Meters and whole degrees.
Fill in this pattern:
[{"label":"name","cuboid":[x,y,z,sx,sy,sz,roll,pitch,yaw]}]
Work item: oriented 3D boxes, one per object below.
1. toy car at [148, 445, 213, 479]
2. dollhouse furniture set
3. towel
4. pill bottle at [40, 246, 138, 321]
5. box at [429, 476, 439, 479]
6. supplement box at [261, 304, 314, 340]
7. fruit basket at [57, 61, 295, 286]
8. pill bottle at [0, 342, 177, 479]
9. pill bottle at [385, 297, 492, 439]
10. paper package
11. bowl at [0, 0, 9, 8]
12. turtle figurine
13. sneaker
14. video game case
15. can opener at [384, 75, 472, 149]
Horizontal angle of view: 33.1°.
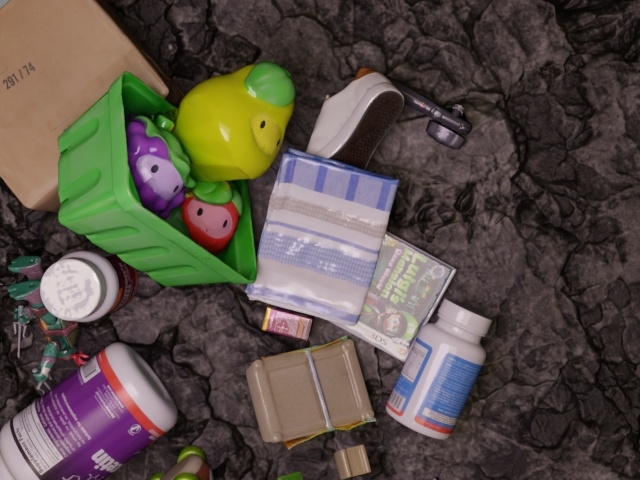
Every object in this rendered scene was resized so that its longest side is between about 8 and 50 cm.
[{"label":"toy car","cuboid":[-0.212,0.482,1.882,0.149,0.155,0.188,-41,99,5]},{"label":"dollhouse furniture set","cuboid":[-0.012,0.344,1.900,0.197,0.151,0.301,-11,74,-16]},{"label":"towel","cuboid":[0.000,0.000,1.838,0.209,0.034,0.285,16,111,2]},{"label":"pill bottle","cuboid":[-0.393,0.075,1.833,0.121,0.221,0.121,0,93,4]},{"label":"box","cuboid":[0.194,0.515,1.892,0.116,0.029,0.162,-30,77,4]},{"label":"supplement box","cuboid":[-0.056,0.144,1.898,0.083,0.055,0.043,14,95,4]},{"label":"fruit basket","cuboid":[-0.188,-0.117,1.727,0.392,0.392,0.283,-11,61,4]},{"label":"pill bottle","cuboid":[-0.418,0.334,1.850,0.323,0.181,0.181,-37,90,-2]},{"label":"pill bottle","cuboid":[0.210,0.218,1.849,0.124,0.124,0.221,25,94,2]},{"label":"paper package","cuboid":[-0.453,-0.256,1.851,0.325,0.168,0.309,-40,91,4]},{"label":"bowl","cuboid":[-0.672,-0.471,1.846,0.289,0.289,0.156,-37,47,5]},{"label":"turtle figurine","cuboid":[-0.484,0.149,1.891,0.118,0.175,0.234,-24,128,-20]},{"label":"sneaker","cuboid":[0.027,-0.172,1.873,0.290,0.106,0.123,-50,44,17]},{"label":"video game case","cuboid":[0.119,0.092,1.900,0.173,0.022,0.190,29,94,2]},{"label":"can opener","cuboid":[0.180,-0.231,1.863,0.186,0.059,0.073,34,95,1]}]
